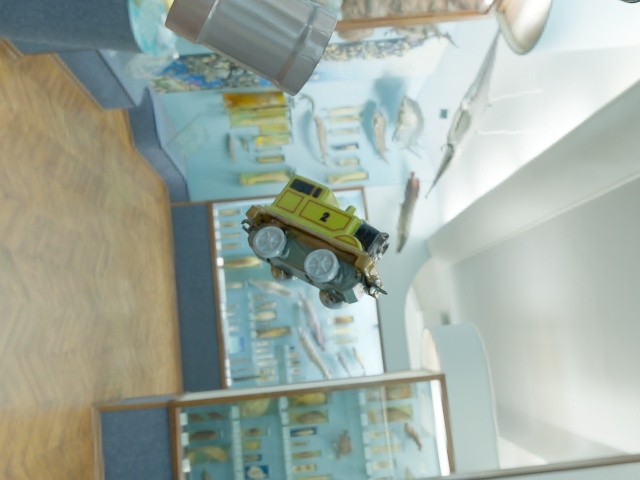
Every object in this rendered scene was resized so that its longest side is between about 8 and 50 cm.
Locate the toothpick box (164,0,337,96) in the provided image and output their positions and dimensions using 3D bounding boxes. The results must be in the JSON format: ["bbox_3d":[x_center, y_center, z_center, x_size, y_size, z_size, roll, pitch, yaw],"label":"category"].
[{"bbox_3d":[-0.070,-0.225,0.680,0.098,0.149,0.098,-55,-163,27],"label":"toothpick box"}]

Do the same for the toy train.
[{"bbox_3d":[0.000,0.000,0.815,0.127,0.219,0.089,-56,151,-18],"label":"toy train"}]

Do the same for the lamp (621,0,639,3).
[{"bbox_3d":[0.421,-0.332,0.557,0.371,0.109,0.130,-50,-127,40],"label":"lamp"}]
